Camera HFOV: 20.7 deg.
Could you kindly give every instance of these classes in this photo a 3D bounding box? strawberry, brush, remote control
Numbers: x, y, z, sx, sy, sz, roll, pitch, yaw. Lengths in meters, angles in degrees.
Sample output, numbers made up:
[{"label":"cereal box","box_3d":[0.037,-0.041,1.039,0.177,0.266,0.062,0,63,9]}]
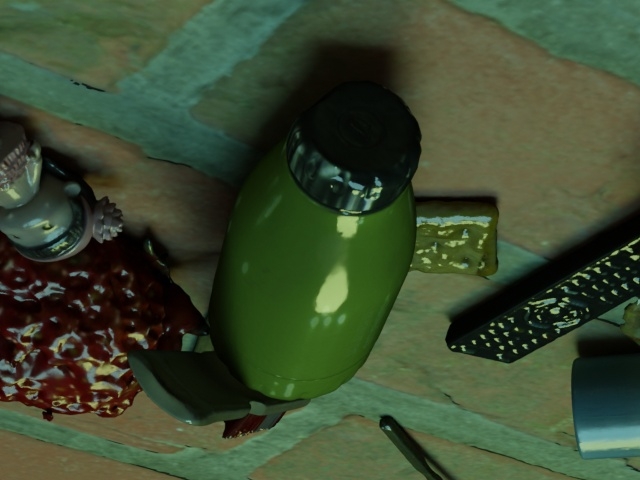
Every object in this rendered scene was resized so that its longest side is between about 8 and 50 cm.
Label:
[{"label":"strawberry","box_3d":[-0.203,0.052,1.168,0.228,0.098,0.174,15,148,-23]},{"label":"brush","box_3d":[-0.069,0.102,1.148,0.050,0.060,0.321,-45,169,5]},{"label":"remote control","box_3d":[0.174,0.031,1.162,0.063,0.025,0.245,19,147,-28]}]

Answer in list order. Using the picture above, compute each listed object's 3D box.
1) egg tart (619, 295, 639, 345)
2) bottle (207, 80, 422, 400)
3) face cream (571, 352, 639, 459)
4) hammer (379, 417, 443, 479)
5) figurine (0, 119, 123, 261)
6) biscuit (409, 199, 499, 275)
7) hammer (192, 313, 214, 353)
[{"label":"egg tart","box_3d":[0.323,0.023,1.038,0.297,0.132,0.297,-1,137,-1]},{"label":"bottle","box_3d":[0.000,0.000,1.036,0.112,0.112,0.260,8,151,-7]},{"label":"face cream","box_3d":[0.305,0.110,1.235,0.250,0.077,0.077,-6,150,15]},{"label":"hammer","box_3d":[0.111,0.223,1.507,0.029,0.058,0.292,-14,142,20]},{"label":"figurine","box_3d":[-0.178,-0.036,1.061,0.072,0.054,0.129,-23,137,16]},{"label":"biscuit","box_3d":[0.074,0.000,1.124,0.081,0.018,0.083,2,151,5]},{"label":"hammer","box_3d":[-0.082,0.079,1.291,0.062,0.017,0.182,10,150,-12]}]
